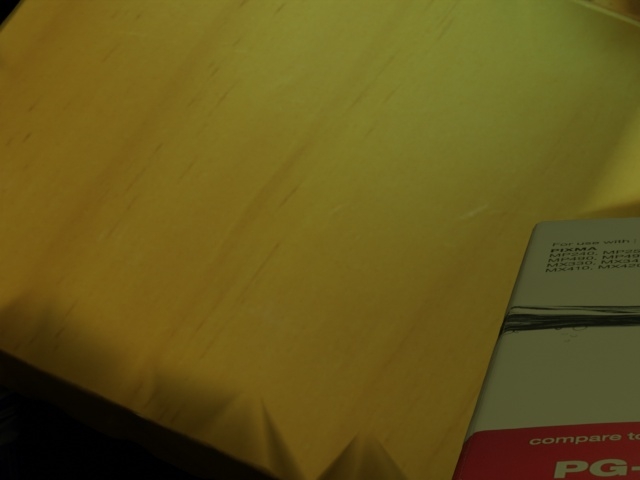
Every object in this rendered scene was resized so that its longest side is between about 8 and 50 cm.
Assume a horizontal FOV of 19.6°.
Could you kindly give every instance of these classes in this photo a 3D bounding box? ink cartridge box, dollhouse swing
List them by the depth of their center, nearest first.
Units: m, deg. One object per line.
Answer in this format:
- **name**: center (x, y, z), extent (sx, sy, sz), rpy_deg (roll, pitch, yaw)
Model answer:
- **ink cartridge box**: center (0.105, 0.106, 0.539), extent (0.100, 0.172, 0.237), rpy_deg (-3, 17, 14)
- **dollhouse swing**: center (0.000, 0.000, 0.879), extent (0.346, 0.305, 0.315), rpy_deg (23, -19, 10)

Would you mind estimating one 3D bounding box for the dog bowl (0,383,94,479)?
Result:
- **dog bowl**: center (-0.231, 0.102, 0.795), extent (0.264, 0.104, 0.265), rpy_deg (-4, 14, 1)
